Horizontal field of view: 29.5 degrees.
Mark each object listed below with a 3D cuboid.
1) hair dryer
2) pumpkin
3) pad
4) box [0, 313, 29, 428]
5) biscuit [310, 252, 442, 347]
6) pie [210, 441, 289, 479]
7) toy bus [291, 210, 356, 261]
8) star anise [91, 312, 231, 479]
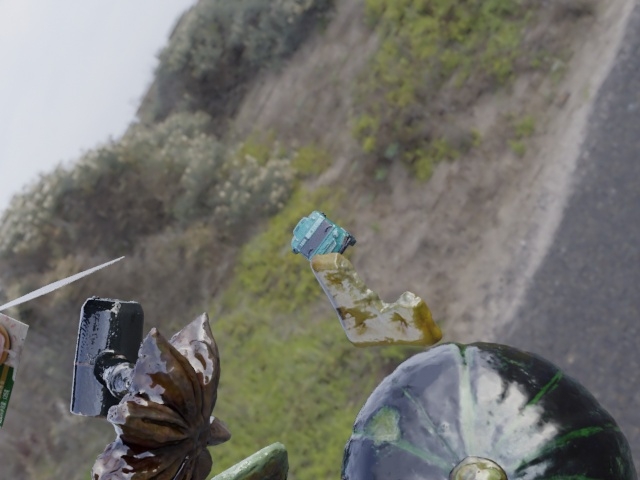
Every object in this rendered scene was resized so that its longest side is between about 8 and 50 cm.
[{"bbox_3d":[-0.298,0.181,1.811,0.352,0.107,0.189,175,101,-72],"label":"hair dryer"},{"bbox_3d":[0.158,0.249,1.182,0.238,0.315,0.315,72,-139,-64],"label":"pumpkin"},{"bbox_3d":[-0.434,0.078,1.915,0.266,0.002,0.176,-18,7,47],"label":"pad"},{"bbox_3d":[-0.603,0.218,2.114,0.081,0.135,0.199,-12,60,38],"label":"box"},{"bbox_3d":[0.084,0.093,1.843,0.183,0.174,0.039,-2,31,41],"label":"biscuit"},{"bbox_3d":[-0.146,0.489,2.372,0.240,0.054,0.241,-36,-36,-31],"label":"pie"},{"bbox_3d":[0.000,0.000,1.964,0.079,0.091,0.160,-53,3,2],"label":"toy bus"},{"bbox_3d":[-0.199,0.243,1.618,0.315,0.108,0.315,8,-90,-70],"label":"star anise"}]
